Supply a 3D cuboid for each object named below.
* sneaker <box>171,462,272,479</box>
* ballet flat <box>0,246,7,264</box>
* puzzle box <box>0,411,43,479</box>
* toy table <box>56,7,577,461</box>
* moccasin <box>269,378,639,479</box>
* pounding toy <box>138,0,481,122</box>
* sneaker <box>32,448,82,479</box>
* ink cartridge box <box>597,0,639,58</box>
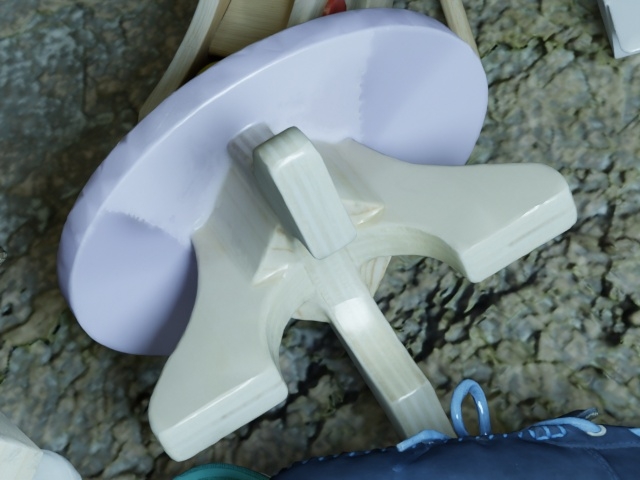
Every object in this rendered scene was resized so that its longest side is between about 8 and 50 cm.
[{"bbox_3d":[-0.002,0.214,0.983,0.107,0.110,0.275,-35,57,-7],"label":"sneaker"},{"bbox_3d":[-0.295,0.030,1.204,0.206,0.073,0.067,1,87,18],"label":"ballet flat"},{"bbox_3d":[-0.306,0.141,0.990,0.409,0.052,0.272,31,98,50],"label":"puzzle box"},{"bbox_3d":[0.000,0.000,1.048,0.274,0.252,0.161,-40,42,2],"label":"toy table"},{"bbox_3d":[0.127,0.151,0.963,0.342,0.137,0.117,8,33,-15],"label":"moccasin"},{"bbox_3d":[0.012,-0.153,1.173,0.155,0.154,0.269,16,65,22],"label":"pounding toy"},{"bbox_3d":[-0.224,0.191,1.062,0.212,0.094,0.080,-43,58,-13],"label":"sneaker"},{"bbox_3d":[0.220,-0.183,1.192,0.104,0.061,0.181,-14,57,6],"label":"ink cartridge box"}]
